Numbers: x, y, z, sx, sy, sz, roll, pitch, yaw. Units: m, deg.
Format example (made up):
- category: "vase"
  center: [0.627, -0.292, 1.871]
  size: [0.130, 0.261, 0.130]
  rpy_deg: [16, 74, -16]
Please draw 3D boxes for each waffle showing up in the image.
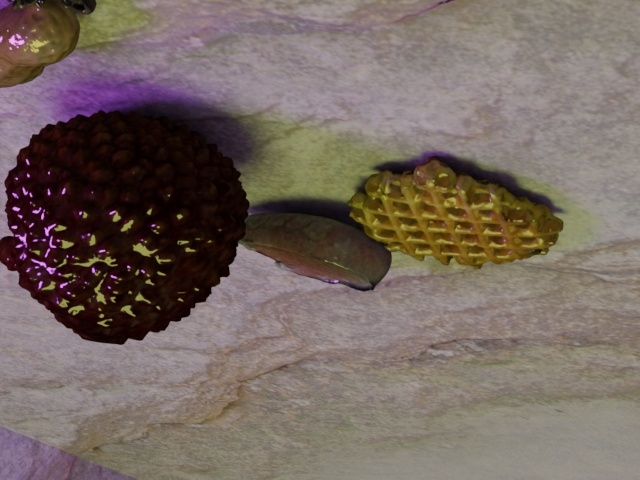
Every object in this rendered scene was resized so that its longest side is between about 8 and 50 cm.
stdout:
- category: "waffle"
  center: [0.166, -0.026, 1.919]
  size: [0.245, 0.052, 0.254]
  rpy_deg: [24, 156, -23]

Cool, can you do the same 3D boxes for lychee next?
- category: "lychee"
  center: [-0.250, -0.021, 1.907]
  size: [0.330, 0.306, 0.306]
  rpy_deg: [-18, 151, 6]

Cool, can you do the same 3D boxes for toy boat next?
- category: "toy boat"
  center: [0.000, 0.000, 2.076]
  size: [0.227, 0.085, 0.155]
  rpy_deg: [11, 164, 42]

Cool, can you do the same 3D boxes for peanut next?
- category: "peanut"
  center: [-0.346, -0.226, 1.736]
  size: [0.099, 0.099, 0.214]
  rpy_deg: [30, 148, -32]

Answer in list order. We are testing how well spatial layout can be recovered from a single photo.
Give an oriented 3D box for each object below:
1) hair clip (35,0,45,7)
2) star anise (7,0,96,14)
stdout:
- category: "hair clip"
  center: [-0.355, -0.299, 1.618]
  size: [0.195, 0.052, 0.124]
  rpy_deg: [24, 151, -8]
- category: "star anise"
  center: [-0.252, -0.294, 1.515]
  size: [0.171, 0.063, 0.208]
  rpy_deg: [0, 144, 7]
